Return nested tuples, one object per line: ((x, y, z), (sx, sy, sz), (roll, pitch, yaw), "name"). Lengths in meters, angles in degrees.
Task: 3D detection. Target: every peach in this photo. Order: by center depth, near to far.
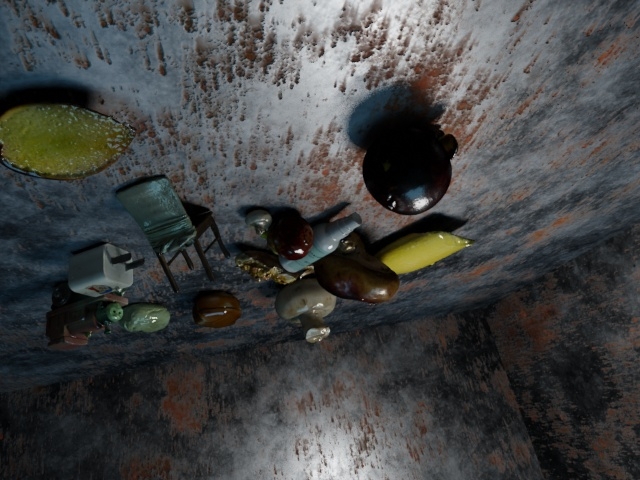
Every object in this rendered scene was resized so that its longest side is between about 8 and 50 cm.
((-0.489, -0.205, 0.830), (0.279, 0.068, 0.189), (-10, 150, -2), "peach")

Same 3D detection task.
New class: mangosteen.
((0.233, -0.193, 1.096), (0.265, 0.228, 0.228), (-50, 166, -18), "mangosteen")
((-0.111, 0.001, 1.411), (0.181, 0.145, 0.156), (-22, 158, 22), "mangosteen")

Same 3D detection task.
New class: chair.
((-0.397, -0.036, 1.204), (0.160, 0.319, 0.186), (-17, -158, 13), "chair")

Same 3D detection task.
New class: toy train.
((-0.807, 0.241, 1.505), (0.305, 0.221, 0.150), (-20, 154, 15), "toy train")

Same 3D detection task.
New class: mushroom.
((-0.189, -0.051, 1.332), (0.085, 0.079, 0.085), (-13, 156, -6), "mushroom")
((0.153, 0.103, 1.674), (0.346, 0.259, 0.345), (18, -170, -3), "mushroom")
((-0.063, 0.329, 2.019), (0.298, 0.289, 0.297), (-11, 156, -5), "mushroom")

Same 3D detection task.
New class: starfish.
((-0.003, 0.125, 1.896), (0.248, 0.050, 0.138), (0, 156, -11), "starfish")

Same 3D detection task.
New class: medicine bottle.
((0.000, 0.000, 1.513), (0.110, 0.110, 0.352), (11, 148, -44), "medicine bottle")

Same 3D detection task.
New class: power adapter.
((-0.651, 0.084, 1.344), (0.205, 0.125, 0.130), (-18, 156, 13), "power adapter")

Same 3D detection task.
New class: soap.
((0.407, 0.046, 1.836), (0.306, 0.115, 0.427), (7, 152, -45), "soap")

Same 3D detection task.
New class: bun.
((-0.783, 0.356, 1.934), (0.221, 0.108, 0.221), (-11, 157, -5), "bun")

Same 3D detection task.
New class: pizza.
((-0.192, 0.107, 1.610), (0.305, 0.161, 0.085), (22, 107, -44), "pizza")

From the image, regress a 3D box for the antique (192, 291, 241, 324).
((-0.478, 0.321, 1.989), (0.224, 0.129, 0.278), (-15, 157, 4), "antique")
